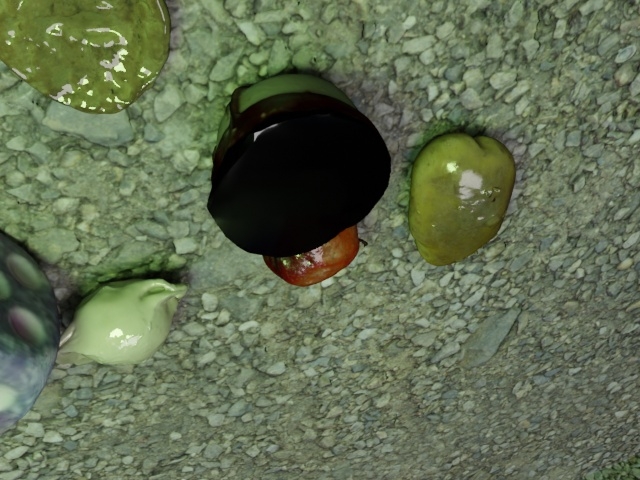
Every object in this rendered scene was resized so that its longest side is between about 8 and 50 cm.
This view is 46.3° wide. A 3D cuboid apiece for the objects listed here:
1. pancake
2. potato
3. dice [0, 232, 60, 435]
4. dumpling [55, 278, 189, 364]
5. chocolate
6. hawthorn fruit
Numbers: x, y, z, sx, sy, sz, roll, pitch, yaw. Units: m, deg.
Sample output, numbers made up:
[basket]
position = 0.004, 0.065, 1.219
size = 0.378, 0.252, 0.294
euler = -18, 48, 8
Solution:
[pancake]
position = -0.313, -0.277, 0.976
size = 0.242, 0.050, 0.241
euler = -6, 129, -7
[potato]
position = 0.250, -0.065, 1.350
size = 0.192, 0.141, 0.296
euler = -9, 136, -12
[dice]
position = -0.569, 0.138, 1.091
size = 0.270, 0.270, 0.271
euler = -38, 134, 13
[dumpling]
position = -0.335, 0.145, 1.305
size = 0.258, 0.147, 0.193
euler = -33, 166, 1
[chocolate]
position = -0.050, -0.130, 1.127
size = 0.284, 0.186, 0.283
euler = -16, 140, -14
[hawthorn fruit]
position = 0.000, 0.000, 1.294
size = 0.194, 0.157, 0.157
euler = -1, 131, -30
